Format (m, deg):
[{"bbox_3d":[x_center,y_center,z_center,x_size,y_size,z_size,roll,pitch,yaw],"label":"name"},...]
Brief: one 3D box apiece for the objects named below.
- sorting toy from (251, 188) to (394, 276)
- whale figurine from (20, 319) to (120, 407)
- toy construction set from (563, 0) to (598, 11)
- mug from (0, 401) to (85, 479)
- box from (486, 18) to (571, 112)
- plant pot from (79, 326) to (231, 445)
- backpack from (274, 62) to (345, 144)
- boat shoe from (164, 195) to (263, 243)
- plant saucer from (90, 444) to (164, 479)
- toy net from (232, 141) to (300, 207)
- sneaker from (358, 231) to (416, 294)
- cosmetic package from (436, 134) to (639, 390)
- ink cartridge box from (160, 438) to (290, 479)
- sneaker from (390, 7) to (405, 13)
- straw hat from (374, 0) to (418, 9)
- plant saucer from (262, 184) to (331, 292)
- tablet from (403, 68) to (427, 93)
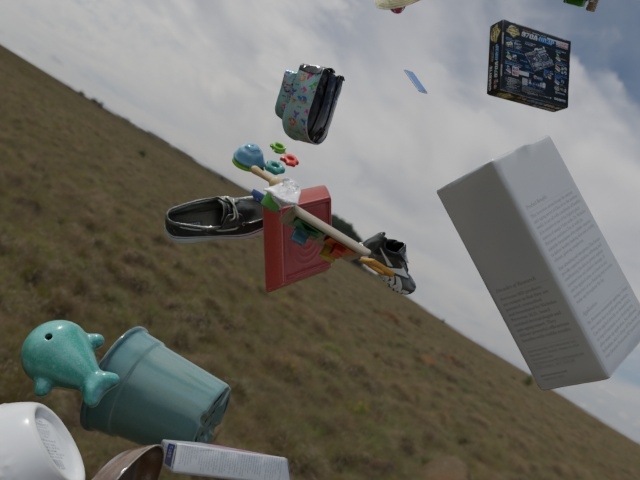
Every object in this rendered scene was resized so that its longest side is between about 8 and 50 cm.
[{"bbox_3d":[0.000,0.000,1.333,0.348,0.047,0.196,31,-9,-8],"label":"sorting toy"},{"bbox_3d":[-0.647,0.310,1.645,0.272,0.216,0.141,30,-36,23],"label":"whale figurine"},{"bbox_3d":[0.320,-0.531,1.017,0.309,0.237,0.257,26,24,24],"label":"toy construction set"},{"bbox_3d":[-0.580,0.459,1.115,0.276,0.328,0.374,53,-12,33],"label":"mug"},{"bbox_3d":[0.509,-0.421,1.557,0.220,0.175,0.051,7,-6,-25],"label":"box"},{"bbox_3d":[-0.472,0.482,1.919,0.334,0.341,0.341,23,-3,10],"label":"plant pot"},{"bbox_3d":[-0.042,-0.462,2.199,0.191,0.253,0.225,11,3,21],"label":"backpack"},{"bbox_3d":[-0.264,-0.064,1.772,0.119,0.335,0.121,109,-34,-69],"label":"boat shoe"},{"bbox_3d":[-0.362,0.466,1.041,0.050,0.310,0.310,27,-2,10],"label":"plant saucer"},{"bbox_3d":[-0.088,-0.126,1.280,0.122,0.045,0.232,-1,39,-31],"label":"toy net"},{"bbox_3d":[0.192,0.057,1.640,0.234,0.106,0.078,39,21,-33],"label":"sneaker"},{"bbox_3d":[0.451,0.040,1.289,0.161,0.230,0.453,-30,-94,50],"label":"cosmetic package"},{"bbox_3d":[-0.194,0.513,1.471,0.330,0.071,0.324,13,-20,-16],"label":"ink cartridge box"},{"bbox_3d":[0.204,-0.683,1.669,0.063,0.075,0.170,9,-59,42],"label":"sneaker"},{"bbox_3d":[0.133,-0.418,0.978,0.144,0.144,0.061,29,-25,51],"label":"straw hat"},{"bbox_3d":[-0.049,-0.006,1.748,0.048,0.259,0.258,12,19,38],"label":"plant saucer"},{"bbox_3d":[0.266,-0.444,1.788,0.054,0.006,0.083,-6,60,-54],"label":"tablet"}]
